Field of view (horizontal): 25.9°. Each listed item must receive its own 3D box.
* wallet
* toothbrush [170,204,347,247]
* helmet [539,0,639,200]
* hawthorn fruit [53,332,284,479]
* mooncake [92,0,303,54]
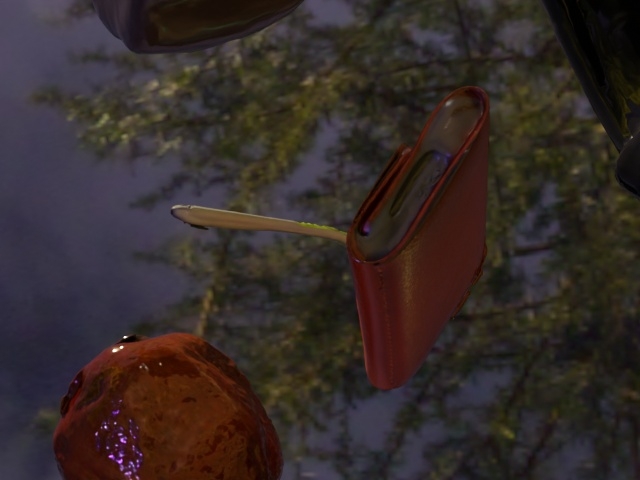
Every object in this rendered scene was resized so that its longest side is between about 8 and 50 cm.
[{"bbox_3d":[0.068,0.004,0.926,0.142,0.045,0.204,-55,-20,-21],"label":"wallet"},{"bbox_3d":[0.000,0.000,1.138,0.263,0.022,0.026,8,-84,-26],"label":"toothbrush"},{"bbox_3d":[0.120,-0.124,0.382,0.230,0.160,0.279,58,-169,-27],"label":"helmet"},{"bbox_3d":[-0.112,0.152,1.073,0.173,0.179,0.173,-1,-87,-33],"label":"hawthorn fruit"},{"bbox_3d":[-0.101,-0.291,1.042,0.154,0.306,0.306,-12,-87,-19],"label":"mooncake"}]
